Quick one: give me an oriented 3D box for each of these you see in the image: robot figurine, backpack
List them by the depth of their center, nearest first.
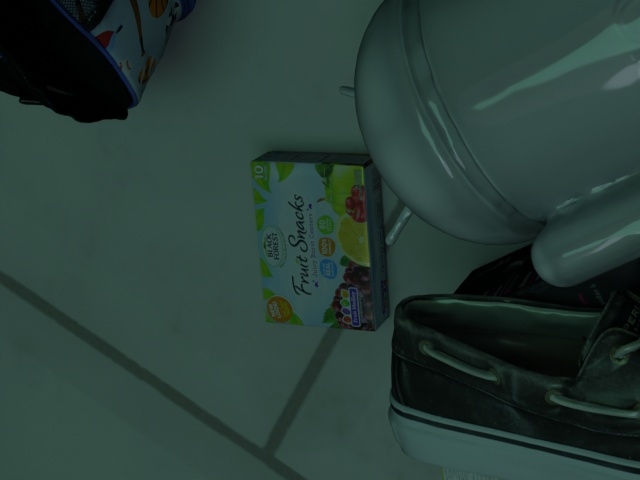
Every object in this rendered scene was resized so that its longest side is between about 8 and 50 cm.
[{"bbox_3d":[0.168,-0.122,0.963,0.353,0.200,0.299,-26,58,29],"label":"robot figurine"},{"bbox_3d":[-0.226,-0.216,1.082,0.277,0.213,0.263,22,158,34],"label":"backpack"}]

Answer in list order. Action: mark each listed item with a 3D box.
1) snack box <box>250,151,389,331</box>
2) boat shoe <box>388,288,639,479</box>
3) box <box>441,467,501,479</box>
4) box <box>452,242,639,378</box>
[{"bbox_3d":[0.000,0.000,1.177,0.100,0.037,0.141,4,110,24],"label":"snack box"},{"bbox_3d":[0.188,0.092,0.910,0.335,0.121,0.119,0,115,26],"label":"boat shoe"},{"bbox_3d":[0.177,0.184,1.002,0.179,0.043,0.105,2,113,25],"label":"box"},{"bbox_3d":[0.235,0.064,1.034,0.270,0.143,0.165,-26,98,30],"label":"box"}]
